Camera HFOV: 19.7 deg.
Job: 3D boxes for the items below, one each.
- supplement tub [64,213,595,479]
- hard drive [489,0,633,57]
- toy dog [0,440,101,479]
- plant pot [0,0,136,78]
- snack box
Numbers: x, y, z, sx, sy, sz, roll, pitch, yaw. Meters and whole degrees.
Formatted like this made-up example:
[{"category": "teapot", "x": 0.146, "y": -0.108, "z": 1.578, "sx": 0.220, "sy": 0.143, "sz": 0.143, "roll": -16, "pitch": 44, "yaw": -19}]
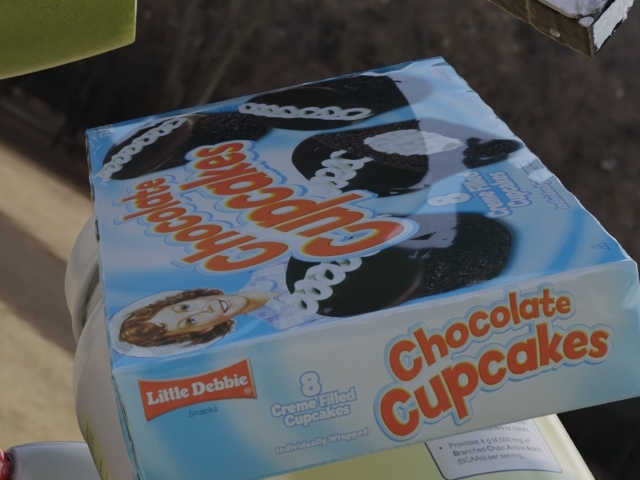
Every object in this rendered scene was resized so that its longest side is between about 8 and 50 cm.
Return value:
[{"category": "supplement tub", "x": 0.004, "y": 0.117, "z": 0.986, "sx": 0.235, "sy": 0.235, "sz": 0.325, "roll": 29, "pitch": 26, "yaw": -48}, {"category": "hard drive", "x": 0.170, "y": -0.336, "z": 1.628, "sx": 0.339, "sy": 0.237, "sz": 0.064, "roll": 35, "pitch": -14, "yaw": 25}, {"category": "toy dog", "x": -0.291, "y": 0.180, "z": 1.153, "sx": 0.333, "sy": 0.161, "sz": 0.220, "roll": 23, "pitch": 33, "yaw": -4}, {"category": "plant pot", "x": -0.324, "y": -0.264, "z": 1.779, "sx": 0.293, "sy": 0.275, "sz": 0.275, "roll": 3, "pitch": 4, "yaw": -6}, {"category": "snack box", "x": 0.000, "y": 0.000, "z": 0.781, "sx": 0.187, "sy": 0.060, "sz": 0.322, "roll": -12, "pitch": 20, "yaw": -5}]
